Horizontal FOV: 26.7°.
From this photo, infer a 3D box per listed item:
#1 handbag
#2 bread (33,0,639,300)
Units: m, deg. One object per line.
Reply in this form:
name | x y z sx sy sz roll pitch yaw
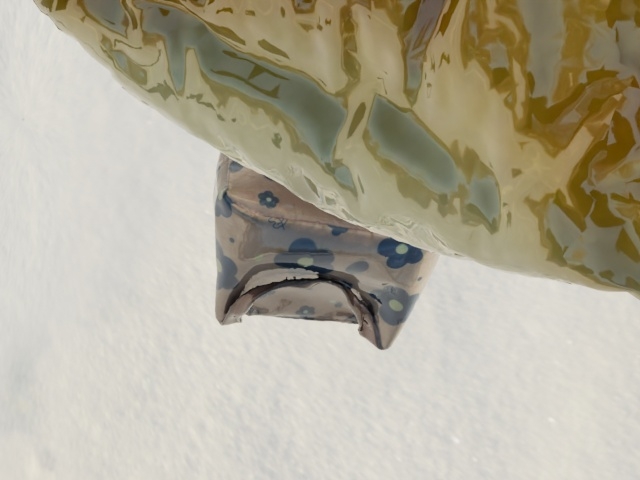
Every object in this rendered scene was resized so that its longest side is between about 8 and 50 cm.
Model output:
handbag | 0.000 0.000 1.455 0.251 0.190 0.193 11 131 -7
bread | 0.056 -0.128 0.467 0.388 0.183 0.236 29 125 23
